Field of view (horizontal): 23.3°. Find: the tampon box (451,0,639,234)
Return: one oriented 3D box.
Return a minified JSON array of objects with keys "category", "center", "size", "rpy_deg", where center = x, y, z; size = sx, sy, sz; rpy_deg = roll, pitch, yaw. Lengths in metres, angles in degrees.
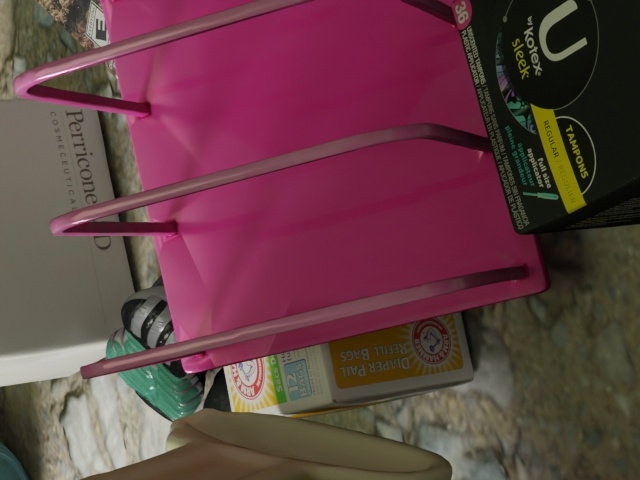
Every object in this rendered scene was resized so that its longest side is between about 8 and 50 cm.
[{"category":"tampon box","center":[0.155,-0.084,0.675],"size":[0.161,0.101,0.120],"rpy_deg":[-32,69,53]}]

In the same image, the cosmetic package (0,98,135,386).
[{"category":"cosmetic package","center":[-0.350,0.016,1.185],"size":[0.156,0.385,0.217],"rpy_deg":[-28,74,55]}]

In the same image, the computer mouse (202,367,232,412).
[{"category":"computer mouse","center":[-0.086,0.168,1.123],"size":[0.071,0.041,0.242],"rpy_deg":[59,139,31]}]

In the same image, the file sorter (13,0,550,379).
[{"category":"file sorter","center":[-0.033,-0.092,0.748],"size":[0.202,0.182,0.291],"rpy_deg":[-14,86,16]}]

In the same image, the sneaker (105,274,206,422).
[{"category":"sneaker","center":[-0.090,0.063,1.105],"size":[0.083,0.098,0.224],"rpy_deg":[45,160,2]}]

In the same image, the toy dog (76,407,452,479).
[{"category":"toy dog","center":[0.002,0.318,0.733],"size":[0.395,0.284,0.408],"rpy_deg":[8,99,20]}]

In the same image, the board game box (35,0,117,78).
[{"category":"board game box","center":[-0.115,-0.269,1.011],"size":[0.291,0.141,0.232],"rpy_deg":[42,128,44]}]

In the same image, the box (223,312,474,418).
[{"category":"box","center":[0.000,0.000,0.915],"size":[0.114,0.103,0.203],"rpy_deg":[-24,75,54]}]

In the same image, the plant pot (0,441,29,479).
[{"category":"plant pot","center":[-0.373,0.259,1.393],"size":[0.195,0.290,0.290],"rpy_deg":[-10,86,20]}]
